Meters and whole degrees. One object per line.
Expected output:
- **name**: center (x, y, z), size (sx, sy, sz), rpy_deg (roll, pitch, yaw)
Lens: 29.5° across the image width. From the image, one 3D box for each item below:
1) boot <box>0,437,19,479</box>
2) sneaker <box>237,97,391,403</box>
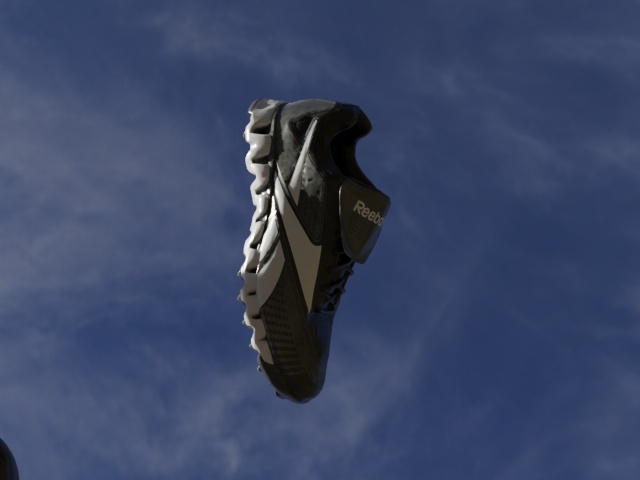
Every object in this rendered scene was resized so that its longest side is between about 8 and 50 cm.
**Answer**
- **boot**: center (-0.378, 0.220, 1.130), size (0.338, 0.118, 0.222), rpy_deg (6, -21, 24)
- **sneaker**: center (0.000, 0.000, 0.889), size (0.106, 0.234, 0.078), rpy_deg (-8, -15, 27)
